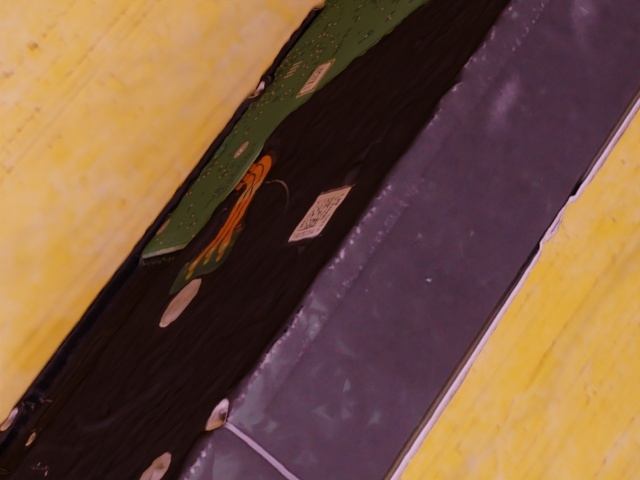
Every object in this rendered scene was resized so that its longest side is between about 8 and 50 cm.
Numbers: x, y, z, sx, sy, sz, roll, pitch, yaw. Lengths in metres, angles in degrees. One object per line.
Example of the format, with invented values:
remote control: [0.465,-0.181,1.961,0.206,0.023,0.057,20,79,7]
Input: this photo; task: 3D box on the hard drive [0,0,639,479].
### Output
hard drive: [0.000,0.000,0.643,0.064,0.237,0.339,40,69,-16]
